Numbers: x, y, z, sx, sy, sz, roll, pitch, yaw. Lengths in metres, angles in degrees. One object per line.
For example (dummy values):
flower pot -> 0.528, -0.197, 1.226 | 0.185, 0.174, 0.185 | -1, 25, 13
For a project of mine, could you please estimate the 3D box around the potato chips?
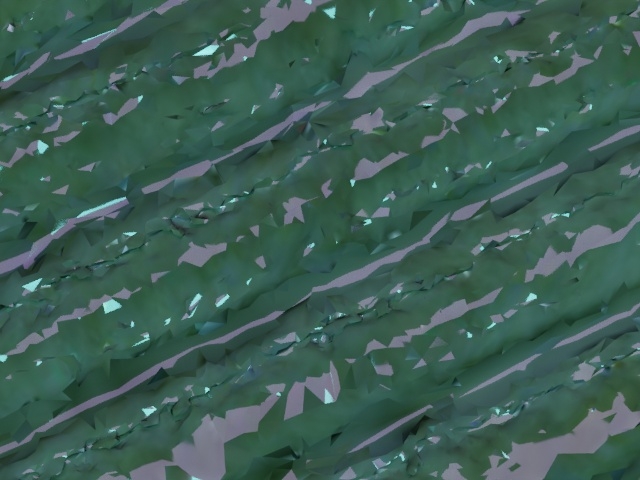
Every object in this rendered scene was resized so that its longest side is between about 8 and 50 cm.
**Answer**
potato chips -> 0.000, 0.000, 0.574 | 0.429, 0.070, 0.358 | -29, 91, -9
